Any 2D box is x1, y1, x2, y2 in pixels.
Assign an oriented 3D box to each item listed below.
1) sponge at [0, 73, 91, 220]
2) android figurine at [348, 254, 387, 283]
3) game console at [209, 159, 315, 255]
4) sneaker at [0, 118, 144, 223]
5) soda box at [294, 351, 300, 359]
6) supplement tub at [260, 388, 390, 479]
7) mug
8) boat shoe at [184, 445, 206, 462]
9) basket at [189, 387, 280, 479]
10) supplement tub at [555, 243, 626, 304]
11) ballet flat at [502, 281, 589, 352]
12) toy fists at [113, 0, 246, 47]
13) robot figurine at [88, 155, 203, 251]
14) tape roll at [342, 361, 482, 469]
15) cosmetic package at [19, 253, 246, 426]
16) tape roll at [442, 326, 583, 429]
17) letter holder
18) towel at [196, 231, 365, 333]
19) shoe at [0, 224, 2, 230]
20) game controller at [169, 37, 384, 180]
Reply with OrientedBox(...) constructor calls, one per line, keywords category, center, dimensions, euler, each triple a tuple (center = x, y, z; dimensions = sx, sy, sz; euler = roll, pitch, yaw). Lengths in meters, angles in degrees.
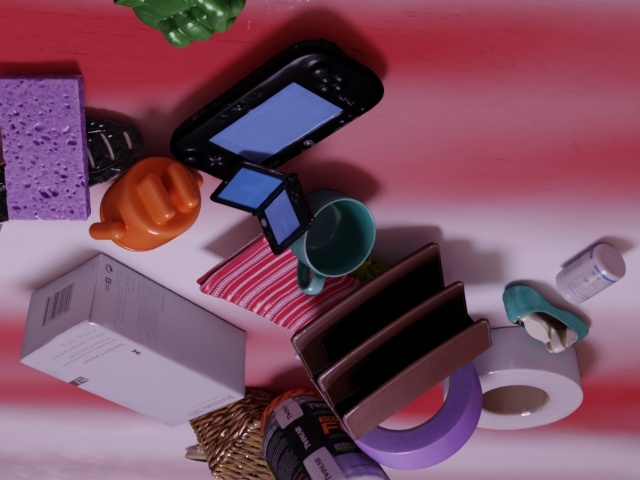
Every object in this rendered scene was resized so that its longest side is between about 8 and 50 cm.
OrientedBox(category="sponge", center=(-0.392, -0.131, 1.381), dimensions=(0.117, 0.031, 0.210), euler=(2, 111, 1))
OrientedBox(category="android figurine", center=(-0.013, 0.061, 1.728), dimensions=(0.248, 0.056, 0.273), euler=(9, 143, -12))
OrientedBox(category="game console", center=(-0.090, -0.047, 1.481), dimensions=(0.085, 0.124, 0.144), euler=(-16, 166, -32))
OrientedBox(category="sneaker", center=(-0.390, -0.112, 1.468), dimensions=(0.271, 0.100, 0.108), euler=(-21, -176, 12))
OrientedBox(category="soda box", center=(0.044, 0.170, 1.868), dimensions=(0.074, 0.069, 0.216), euler=(25, 138, -31))
OrientedBox(category="supplement tub", center=(0.002, 0.452, 1.966), dimensions=(0.194, 0.316, 0.193), euler=(-13, 123, -21))
OrientedBox(category="mug", center=(-0.001, -0.009, 1.546), dimensions=(0.158, 0.097, 0.129), euler=(-39, 121, -12))
OrientedBox(category="boat shoe", center=(-0.266, 0.523, 2.411), dimensions=(0.153, 0.048, 0.056), euler=(-9, 157, 26))
OrientedBox(category="basket", center=(-0.120, 0.438, 2.236), dimensions=(0.299, 0.223, 0.213), euler=(30, 103, -35))
OrientedBox(category="supplement tub", center=(0.473, 0.059, 1.697), dimensions=(0.071, 0.071, 0.107), euler=(19, 142, -24))
OrientedBox(category="ballet flat", center=(0.428, 0.165, 1.835), dimensions=(0.083, 0.087, 0.247), euler=(-28, 136, 35))
OrientedBox(category="toy fists", center=(-0.127, -0.331, 1.132), dimensions=(0.142, 0.096, 0.279), euler=(20, 139, -27))
OrientedBox(category="robot figurine", center=(-0.264, -0.052, 1.482), dimensions=(0.128, 0.158, 0.219), euler=(27, 157, -21))
OrientedBox(category="tape roll", center=(0.168, 0.295, 1.864), dimensions=(0.275, 0.274, 0.090), euler=(-10, 144, 15))
OrientedBox(category="cosmetic package", center=(-0.345, 0.201, 1.847), dimensions=(0.217, 0.156, 0.385), euler=(-28, 135, 32))
OrientedBox(category="tape roll", center=(0.393, 0.290, 2.004), dimensions=(0.286, 0.100, 0.286), euler=(0, 145, 0))
OrientedBox(category="letter holder", center=(0.124, 0.169, 1.660), dimensions=(0.302, 0.152, 0.214), euler=(-33, 150, -7))
OrientedBox(category="towel", center=(-0.051, 0.089, 1.693), dimensions=(0.275, 0.031, 0.199), euler=(29, 134, -32))
OrientedBox(category="shoe", center=(-0.553, -0.081, 1.532), dimensions=(0.081, 0.063, 0.178), euler=(4, 140, -3))
OrientedBox(category="game controller", center=(-0.065, -0.174, 1.380), dimensions=(0.319, 0.067, 0.166), euler=(-28, 136, 36))
